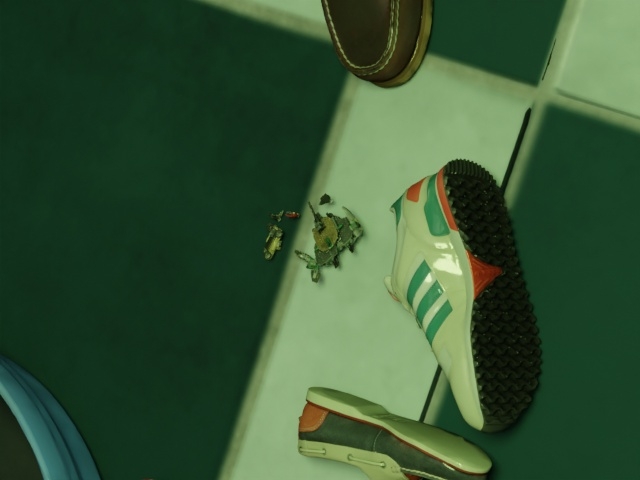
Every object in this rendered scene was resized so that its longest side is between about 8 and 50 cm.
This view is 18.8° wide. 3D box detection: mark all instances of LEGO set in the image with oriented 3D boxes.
[{"bbox_3d":[0.000,-0.003,1.208,0.083,0.023,0.054,26,96,47],"label":"LEGO set"}]

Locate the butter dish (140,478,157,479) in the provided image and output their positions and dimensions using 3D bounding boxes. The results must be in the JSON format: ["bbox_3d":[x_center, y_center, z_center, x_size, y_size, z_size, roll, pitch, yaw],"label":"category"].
[{"bbox_3d":[-0.091,0.252,1.178,0.160,0.118,0.160,21,54,32],"label":"butter dish"}]

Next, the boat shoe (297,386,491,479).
[{"bbox_3d":[0.041,0.125,1.141,0.137,0.049,0.043,18,97,37],"label":"boat shoe"}]

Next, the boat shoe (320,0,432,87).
[{"bbox_3d":[0.019,-0.198,1.189,0.073,0.073,0.207,-13,77,31],"label":"boat shoe"}]

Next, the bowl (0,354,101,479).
[{"bbox_3d":[-0.297,0.248,1.336,0.391,0.077,0.391,-5,80,34],"label":"bowl"}]

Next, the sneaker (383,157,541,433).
[{"bbox_3d":[0.078,0.038,1.133,0.075,0.057,0.161,-24,71,47],"label":"sneaker"}]
